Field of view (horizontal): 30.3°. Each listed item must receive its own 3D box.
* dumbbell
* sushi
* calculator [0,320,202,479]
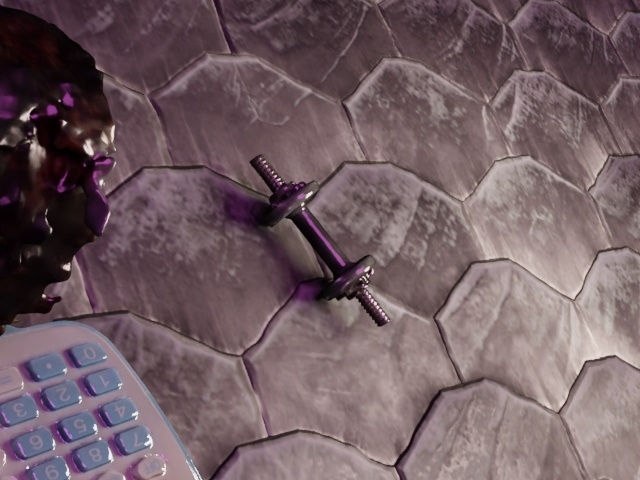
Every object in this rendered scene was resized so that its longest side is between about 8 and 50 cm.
[{"bbox_3d":[0.000,0.000,1.423,0.254,0.081,0.081,52,41,-2],"label":"dumbbell"},{"bbox_3d":[-0.351,-0.074,0.972,0.294,0.299,0.281,11,45,-41],"label":"sushi"},{"bbox_3d":[-0.219,0.240,1.072,0.256,0.054,0.386,-15,73,-47],"label":"calculator"}]
